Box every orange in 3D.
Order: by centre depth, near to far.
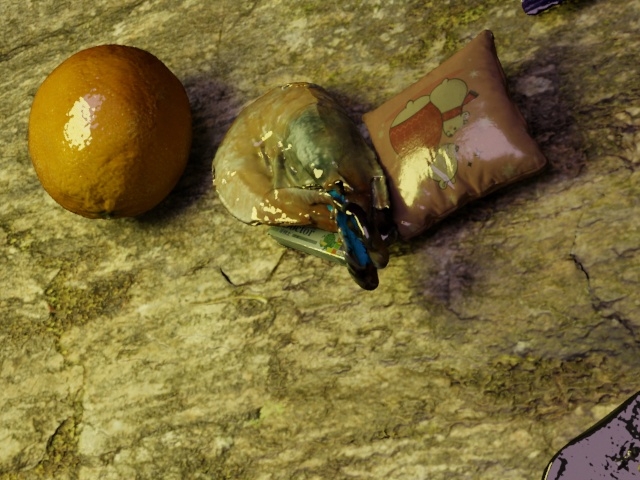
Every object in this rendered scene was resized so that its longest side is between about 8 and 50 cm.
[{"bbox_3d":[-0.314,-0.157,2.196,0.264,0.264,0.264,-16,58,28],"label":"orange"}]

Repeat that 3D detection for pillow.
[{"bbox_3d":[0.168,-0.136,1.943,0.236,0.084,0.223,-29,60,25],"label":"pillow"}]

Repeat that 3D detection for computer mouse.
[{"bbox_3d":[0.346,0.244,1.626,0.217,0.073,0.122,-34,69,3],"label":"computer mouse"}]

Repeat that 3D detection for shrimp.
[{"bbox_3d":[-0.023,-0.081,2.016,0.221,0.110,0.446,-39,39,0],"label":"shrimp"}]

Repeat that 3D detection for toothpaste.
[{"bbox_3d":[0.000,0.000,2.028,0.164,0.034,0.046,18,75,40],"label":"toothpaste"}]

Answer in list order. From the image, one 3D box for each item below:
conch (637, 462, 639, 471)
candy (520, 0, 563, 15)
[{"bbox_3d":[0.449,0.228,1.481,0.291,0.159,0.210,-44,56,-5],"label":"conch"},{"bbox_3d":[0.304,-0.428,2.019,0.145,0.070,0.275,-27,51,11],"label":"candy"}]
